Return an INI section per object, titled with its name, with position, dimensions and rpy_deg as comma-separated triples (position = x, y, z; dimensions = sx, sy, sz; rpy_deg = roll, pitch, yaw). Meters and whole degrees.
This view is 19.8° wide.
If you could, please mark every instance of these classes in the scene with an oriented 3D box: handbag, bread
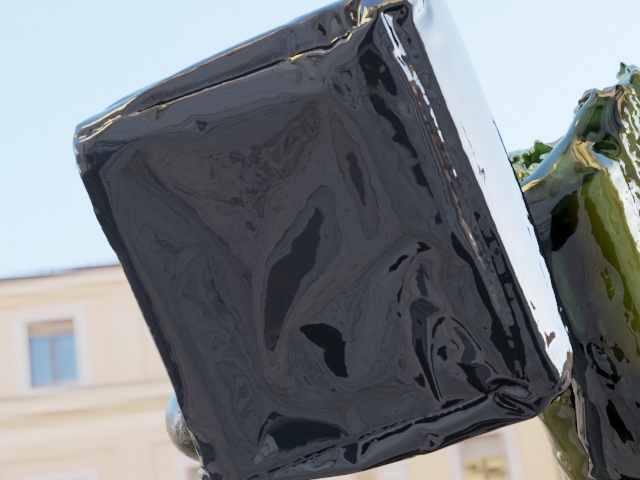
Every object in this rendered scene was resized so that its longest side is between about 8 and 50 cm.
[handbag]
position = 0.002, -0.001, 1.240
dimensions = 0.275, 0.302, 0.178
rpy_deg = -19, 13, 18
[bread]
position = 0.270, 0.053, 1.630
dimensions = 0.251, 0.377, 0.208
rpy_deg = -32, 9, -37

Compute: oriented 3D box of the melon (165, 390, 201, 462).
[melon]
position = -0.078, 0.147, 1.599
dimensions = 0.099, 0.099, 0.162
rpy_deg = 10, -20, -35

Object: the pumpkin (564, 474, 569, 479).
[pumpkin]
position = 0.363, 0.238, 1.990
dimensions = 0.242, 0.232, 0.325
rpy_deg = 29, -18, -8
